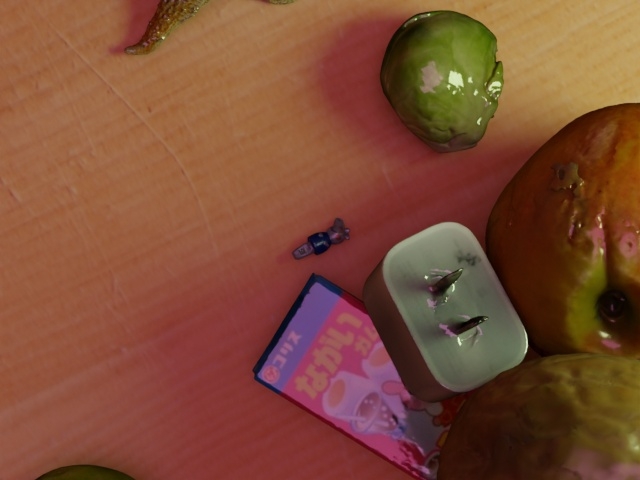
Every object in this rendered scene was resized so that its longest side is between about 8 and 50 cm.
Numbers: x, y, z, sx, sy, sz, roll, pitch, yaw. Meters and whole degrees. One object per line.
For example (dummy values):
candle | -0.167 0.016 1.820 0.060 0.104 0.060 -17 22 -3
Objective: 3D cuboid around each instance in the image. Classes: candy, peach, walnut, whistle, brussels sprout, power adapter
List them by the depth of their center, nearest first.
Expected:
walnut | 0.294 0.266 1.338 0.333 0.333 0.333 0 89 -1
power adapter | 0.144 0.085 1.461 0.124 0.255 0.187 -27 83 -9
peach | 0.355 0.002 1.512 0.290 0.372 0.372 -16 90 26
brussels sprout | 0.149 -0.205 1.619 0.145 0.131 0.183 6 90 -23
candy | 0.079 0.185 1.625 0.306 0.100 0.157 31 89 -2
whistle | 0.000 0.000 1.659 0.083 0.029 0.033 -28 81 -11

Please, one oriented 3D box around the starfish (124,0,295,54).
starfish | -0.177 -0.385 1.646 0.302 0.060 0.299 -42 93 0

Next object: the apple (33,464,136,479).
apple | -0.294 0.377 1.576 0.196 0.196 0.157 -8 128 -1
